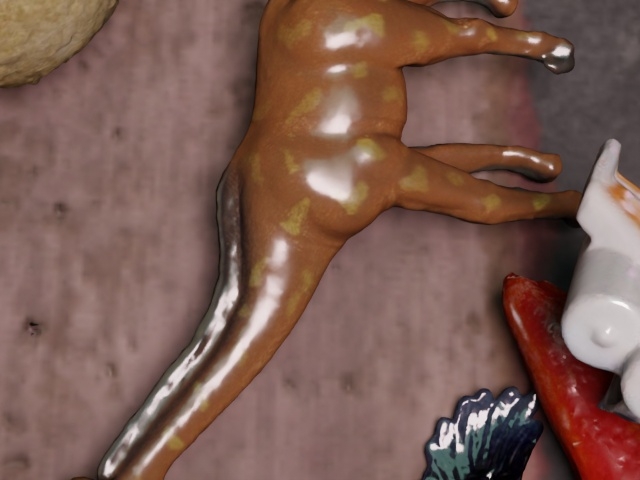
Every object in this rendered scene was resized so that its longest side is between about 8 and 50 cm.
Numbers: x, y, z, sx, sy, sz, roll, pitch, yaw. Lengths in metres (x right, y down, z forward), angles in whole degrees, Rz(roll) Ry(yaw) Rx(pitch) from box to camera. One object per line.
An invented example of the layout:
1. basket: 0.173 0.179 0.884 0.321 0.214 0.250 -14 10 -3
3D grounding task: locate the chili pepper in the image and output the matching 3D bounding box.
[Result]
1. chili pepper: 0.135 0.132 0.549 0.071 0.063 0.272 -5 70 -43

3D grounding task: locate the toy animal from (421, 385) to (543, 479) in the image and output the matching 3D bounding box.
1. toy animal: 0.018 0.141 0.545 0.108 0.062 0.220 30 69 -17

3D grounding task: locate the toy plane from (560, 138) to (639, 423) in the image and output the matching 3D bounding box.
1. toy plane: 0.195 0.044 0.523 0.245 0.117 0.244 21 37 -17

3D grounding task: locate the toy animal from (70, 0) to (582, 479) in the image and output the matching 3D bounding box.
1. toy animal: 0.000 0.000 0.580 0.230 0.066 0.224 -10 89 -20

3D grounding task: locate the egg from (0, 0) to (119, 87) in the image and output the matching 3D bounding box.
1. egg: -0.138 -0.116 0.574 0.140 0.116 0.118 -7 47 -36
